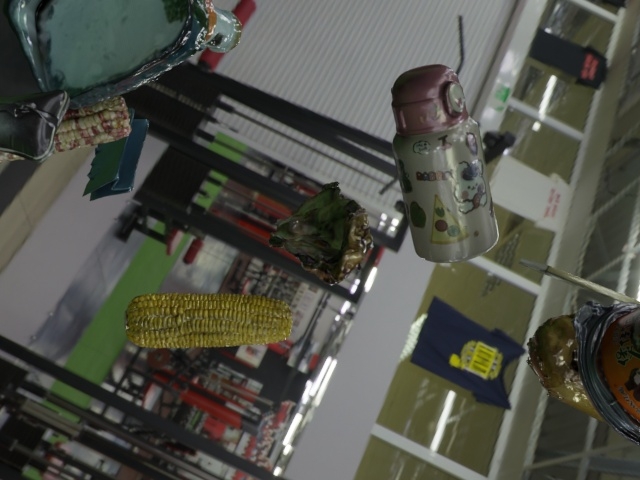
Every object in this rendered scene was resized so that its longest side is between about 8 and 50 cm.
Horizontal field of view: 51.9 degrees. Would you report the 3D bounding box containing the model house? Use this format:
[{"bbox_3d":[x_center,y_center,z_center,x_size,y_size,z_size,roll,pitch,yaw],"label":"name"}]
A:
[{"bbox_3d":[-0.232,-0.299,0.923,0.253,0.184,0.291,-22,-177,19],"label":"model house"}]

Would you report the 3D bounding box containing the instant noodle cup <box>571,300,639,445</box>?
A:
[{"bbox_3d":[0.396,0.133,0.723,0.177,0.208,0.125,-60,179,-29],"label":"instant noodle cup"}]

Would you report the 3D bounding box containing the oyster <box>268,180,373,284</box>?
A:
[{"bbox_3d":[0.002,-0.001,0.832,0.129,0.078,0.345,-28,-163,-3],"label":"oyster"}]

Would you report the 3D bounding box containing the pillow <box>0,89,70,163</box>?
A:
[{"bbox_3d":[-0.344,-0.125,0.718,0.055,0.136,0.091,11,79,-79],"label":"pillow"}]

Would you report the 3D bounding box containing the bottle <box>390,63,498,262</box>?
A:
[{"bbox_3d":[0.158,-0.103,0.871,0.120,0.121,0.253,-64,142,-62],"label":"bottle"}]

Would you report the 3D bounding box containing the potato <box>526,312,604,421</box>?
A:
[{"bbox_3d":[0.472,0.223,1.089,0.173,0.300,0.140,-20,-139,57],"label":"potato"}]

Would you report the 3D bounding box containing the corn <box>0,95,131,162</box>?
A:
[{"bbox_3d":[-0.414,-0.169,1.022,0.237,0.079,0.079,-18,167,-13],"label":"corn"}]

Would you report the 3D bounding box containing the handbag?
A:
[{"bbox_3d":[-0.501,-0.208,1.600,0.144,0.057,0.221,-14,-123,31],"label":"handbag"}]

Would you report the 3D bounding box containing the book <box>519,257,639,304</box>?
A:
[{"bbox_3d":[0.547,0.092,1.373,0.322,0.229,0.018,-3,115,-81],"label":"book"}]

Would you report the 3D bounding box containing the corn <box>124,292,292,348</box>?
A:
[{"bbox_3d":[-0.136,0.098,0.803,0.072,0.203,0.071,180,-90,-86],"label":"corn"}]
